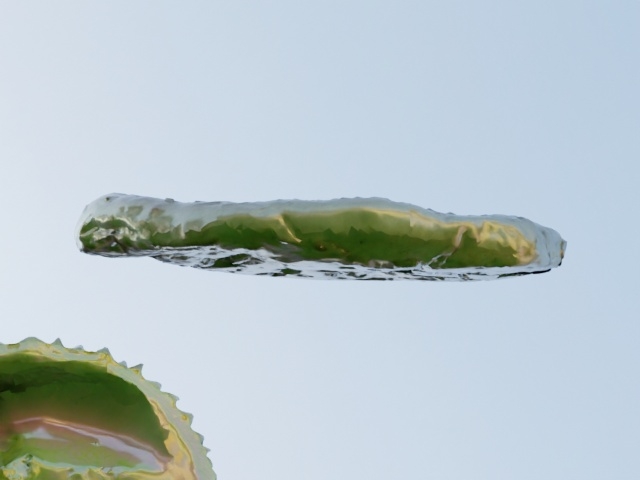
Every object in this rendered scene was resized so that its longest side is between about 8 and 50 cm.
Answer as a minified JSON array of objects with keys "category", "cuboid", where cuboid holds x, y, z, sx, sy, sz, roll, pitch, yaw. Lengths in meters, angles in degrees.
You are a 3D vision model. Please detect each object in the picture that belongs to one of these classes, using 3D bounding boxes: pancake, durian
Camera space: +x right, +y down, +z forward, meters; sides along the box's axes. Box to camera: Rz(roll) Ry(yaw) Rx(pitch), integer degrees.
[{"category":"pancake","cuboid":[0.000,0.000,0.612,0.254,0.253,0.037,4,-93,6]},{"category":"durian","cuboid":[-0.265,0.172,0.925,0.356,0.169,0.157,-12,-69,-20]}]
